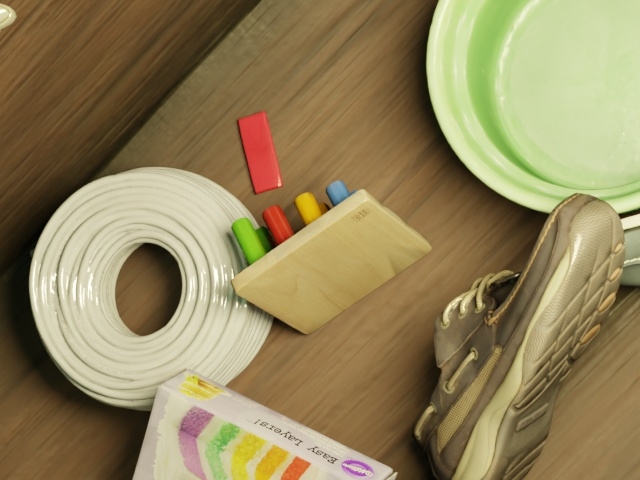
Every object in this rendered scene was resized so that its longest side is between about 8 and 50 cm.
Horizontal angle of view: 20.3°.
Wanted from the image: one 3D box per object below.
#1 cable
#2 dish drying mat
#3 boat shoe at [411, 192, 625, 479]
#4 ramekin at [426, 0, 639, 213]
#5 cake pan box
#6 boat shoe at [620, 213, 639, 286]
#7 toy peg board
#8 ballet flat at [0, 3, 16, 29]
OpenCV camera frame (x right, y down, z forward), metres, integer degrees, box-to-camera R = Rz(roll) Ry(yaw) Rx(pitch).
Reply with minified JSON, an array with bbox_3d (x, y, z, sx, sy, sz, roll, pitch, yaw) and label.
[{"bbox_3d":[-0.177,0.048,1.865,0.257,0.089,0.257,-28,77,14],"label":"cable"},{"bbox_3d":[-0.063,-0.092,1.885,0.032,0.008,0.083,-17,79,15],"label":"dish drying mat"},{"bbox_3d":[0.165,0.098,1.668,0.130,0.132,0.355,36,124,24],"label":"boat shoe"},{"bbox_3d":[0.265,-0.165,1.708,0.303,0.148,0.303,-2,84,18],"label":"ramekin"},{"bbox_3d":[-0.078,0.293,1.781,0.245,0.070,0.267,27,114,19],"label":"cake pan box"},{"bbox_3d":[0.368,0.018,1.674,0.319,0.116,0.099,-13,77,12],"label":"boat shoe"},{"bbox_3d":[0.000,0.000,1.782,0.160,0.161,0.079,-35,60,12],"label":"toy peg board"},{"bbox_3d":[-0.368,-0.285,1.978,0.079,0.077,0.222,15,89,0],"label":"ballet flat"}]
